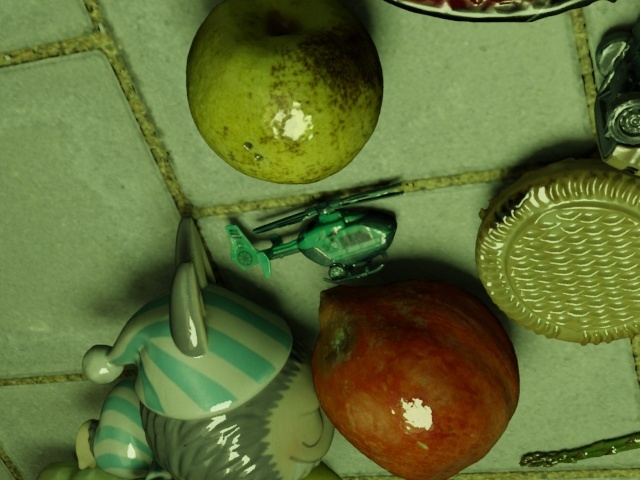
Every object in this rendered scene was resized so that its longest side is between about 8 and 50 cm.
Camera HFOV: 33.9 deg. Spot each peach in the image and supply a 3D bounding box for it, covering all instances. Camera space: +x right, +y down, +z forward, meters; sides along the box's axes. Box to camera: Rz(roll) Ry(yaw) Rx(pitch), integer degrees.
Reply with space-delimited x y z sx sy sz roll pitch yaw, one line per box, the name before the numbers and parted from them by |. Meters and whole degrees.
peach | 0.099 0.144 1.214 0.232 0.232 0.256 -35 97 34

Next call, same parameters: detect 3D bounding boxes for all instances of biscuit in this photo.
biscuit | 0.291 0.016 1.147 0.259 0.079 0.259 8 130 10

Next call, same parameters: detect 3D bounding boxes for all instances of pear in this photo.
pear | -0.035 -0.144 1.032 0.197 0.197 0.197 8 129 9

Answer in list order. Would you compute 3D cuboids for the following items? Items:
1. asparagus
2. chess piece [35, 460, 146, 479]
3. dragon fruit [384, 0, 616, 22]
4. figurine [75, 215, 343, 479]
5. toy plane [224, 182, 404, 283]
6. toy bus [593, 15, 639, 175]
asparagus | 0.375 0.268 1.365 0.248 0.024 0.025 -19 78 28
chess piece | -0.186 0.434 1.540 0.442 0.234 0.234 -4 127 12
dragon fruit | 0.165 -0.311 0.904 0.282 0.100 0.343 42 130 -17
figurine | -0.153 0.145 1.331 0.361 0.266 0.377 9 106 37
toy plane | 0.000 0.000 1.229 0.235 0.060 0.096 -16 115 22
toy bus | 0.362 -0.187 0.931 0.157 0.139 0.289 19 127 -6
